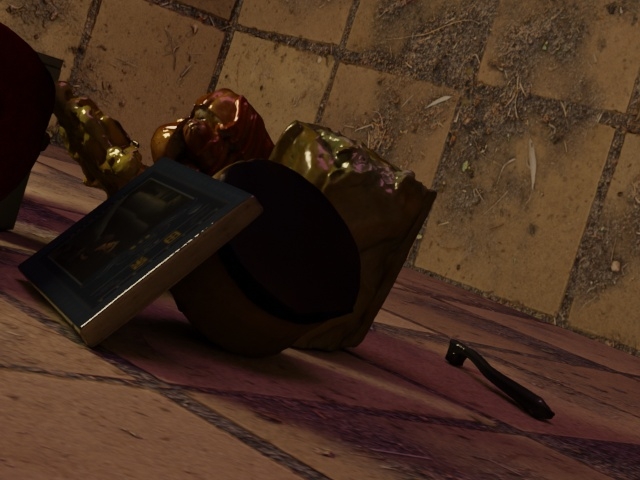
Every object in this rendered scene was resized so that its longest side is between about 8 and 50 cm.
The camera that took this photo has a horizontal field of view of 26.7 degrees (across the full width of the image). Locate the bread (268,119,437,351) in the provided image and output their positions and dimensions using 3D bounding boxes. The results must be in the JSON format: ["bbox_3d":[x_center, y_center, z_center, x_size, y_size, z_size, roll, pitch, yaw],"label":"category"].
[{"bbox_3d":[-0.002,0.000,1.572,0.196,0.252,0.238,21,6,-40],"label":"bread"}]

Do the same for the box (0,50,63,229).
[{"bbox_3d":[-0.465,-0.151,1.644,0.224,0.225,0.117,18,3,6],"label":"box"}]

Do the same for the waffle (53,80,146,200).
[{"bbox_3d":[-0.232,-0.053,1.669,0.312,0.060,0.307,46,-14,36],"label":"waffle"}]

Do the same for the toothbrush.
[{"bbox_3d":[0.219,0.173,1.685,0.030,0.031,0.297,26,2,-19],"label":"toothbrush"}]

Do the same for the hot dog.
[{"bbox_3d":[-0.100,-0.049,1.710,0.117,0.158,0.349,55,-7,34],"label":"hot dog"}]

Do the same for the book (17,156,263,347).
[{"bbox_3d":[-0.176,0.001,1.254,0.025,0.191,0.269,56,-12,-22],"label":"book"}]

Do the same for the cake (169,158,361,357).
[{"bbox_3d":[-0.082,0.036,1.364,0.185,0.178,0.208,29,37,-28],"label":"cake"}]

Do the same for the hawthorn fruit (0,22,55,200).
[{"bbox_3d":[-0.411,-0.135,1.445,0.265,0.265,0.307,21,-2,39],"label":"hawthorn fruit"}]
